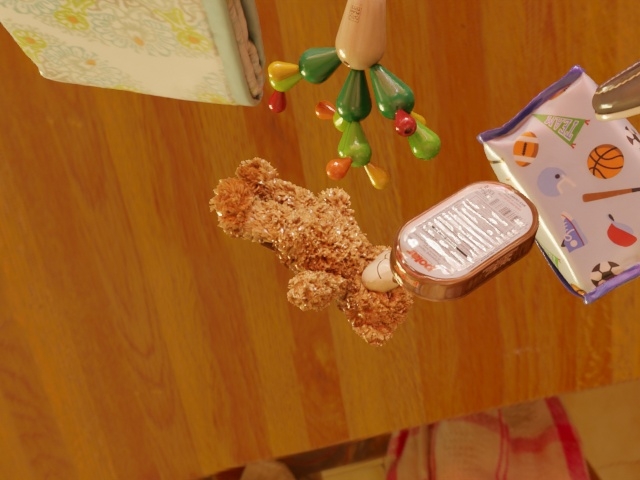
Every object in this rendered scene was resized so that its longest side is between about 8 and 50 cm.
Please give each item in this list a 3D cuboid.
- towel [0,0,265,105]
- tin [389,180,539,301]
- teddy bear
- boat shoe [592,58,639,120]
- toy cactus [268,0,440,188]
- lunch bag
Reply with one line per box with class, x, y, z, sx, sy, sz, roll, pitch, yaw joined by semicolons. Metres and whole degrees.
towel;-0.239;-0.284;0.936;0.321;0.374;0.090;11;74;5
tin;0.162;-0.004;0.868;0.190;0.106;0.040;-31;144;-24
teddy bear;0.000;0.000;1.112;0.338;0.245;0.113;45;117;13
boat shoe;0.412;-0.218;0.737;0.335;0.112;0.095;-21;102;35
toy cactus;0.026;-0.158;0.776;0.112;0.219;0.180;-21;133;-34
lunch bag;0.456;-0.077;1.319;0.239;0.385;0.327;-33;79;21
